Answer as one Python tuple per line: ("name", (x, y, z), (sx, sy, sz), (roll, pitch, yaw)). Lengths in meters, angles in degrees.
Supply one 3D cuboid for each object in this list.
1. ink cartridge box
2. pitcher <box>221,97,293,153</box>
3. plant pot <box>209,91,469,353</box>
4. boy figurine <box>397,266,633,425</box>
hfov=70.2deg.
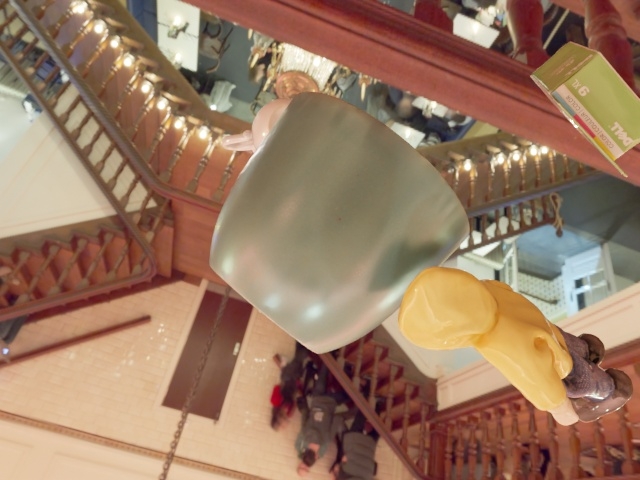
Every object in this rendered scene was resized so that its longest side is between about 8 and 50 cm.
("ink cartridge box", (0.317, -0.162, 0.528), (0.109, 0.209, 0.062), (44, 120, -8))
("pitcher", (-0.097, -0.197, 0.872), (0.178, 0.125, 0.207), (-5, -176, -13))
("plant pot", (0.000, 0.000, 0.596), (0.293, 0.235, 0.293), (39, 173, 6))
("boy figurine", (0.212, 0.114, 0.496), (0.285, 0.177, 0.092), (23, 120, -22))
